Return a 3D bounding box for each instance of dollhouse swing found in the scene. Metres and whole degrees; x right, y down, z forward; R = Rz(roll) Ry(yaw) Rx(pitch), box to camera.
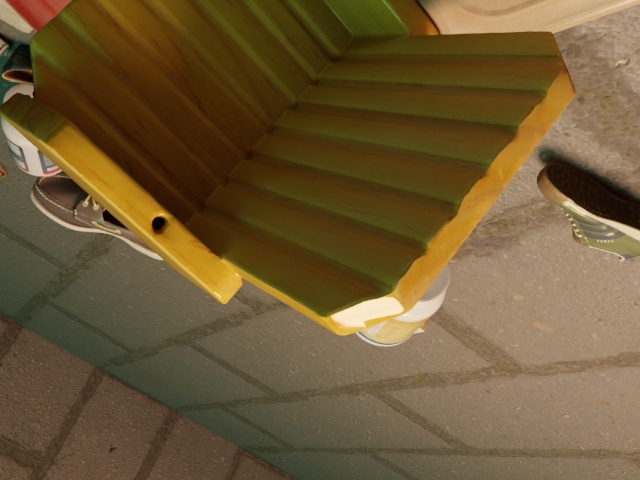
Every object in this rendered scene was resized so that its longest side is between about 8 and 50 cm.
[{"bbox_3d":[-0.038,-0.144,0.520,0.315,0.347,0.305,45,166,-21],"label":"dollhouse swing"}]

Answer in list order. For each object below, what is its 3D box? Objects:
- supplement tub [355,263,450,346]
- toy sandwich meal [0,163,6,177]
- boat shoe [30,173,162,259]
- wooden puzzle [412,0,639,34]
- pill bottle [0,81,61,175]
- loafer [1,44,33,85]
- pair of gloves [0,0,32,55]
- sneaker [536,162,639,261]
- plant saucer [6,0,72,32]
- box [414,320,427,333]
[{"bbox_3d":[0.131,0.089,1.080,0.144,0.144,0.199,24,149,0],"label":"supplement tub"},{"bbox_3d":[-0.766,-0.166,1.430,0.086,0.029,0.085,18,149,11],"label":"toy sandwich meal"},{"bbox_3d":[-0.429,-0.064,1.274,0.324,0.116,0.096,25,145,-8],"label":"boat shoe"},{"bbox_3d":[0.169,-0.319,0.491,0.348,0.080,0.322,-4,140,46],"label":"wooden puzzle"},{"bbox_3d":[-0.503,-0.197,1.105,0.108,0.108,0.180,28,155,-7],"label":"pill bottle"},{"bbox_3d":[-0.434,-0.263,1.013,0.170,0.061,0.062,16,148,12],"label":"loafer"},{"bbox_3d":[-0.555,-0.358,0.940,0.240,0.042,0.204,-7,146,45],"label":"pair of gloves"},{"bbox_3d":[0.354,-0.026,0.819,0.192,0.064,0.086,25,145,-7],"label":"sneaker"},{"bbox_3d":[-0.263,-0.281,0.740,0.259,0.048,0.258,47,148,-7],"label":"plant saucer"},{"bbox_3d":[0.156,0.158,1.287,0.136,0.028,0.081,38,147,-19],"label":"box"}]
